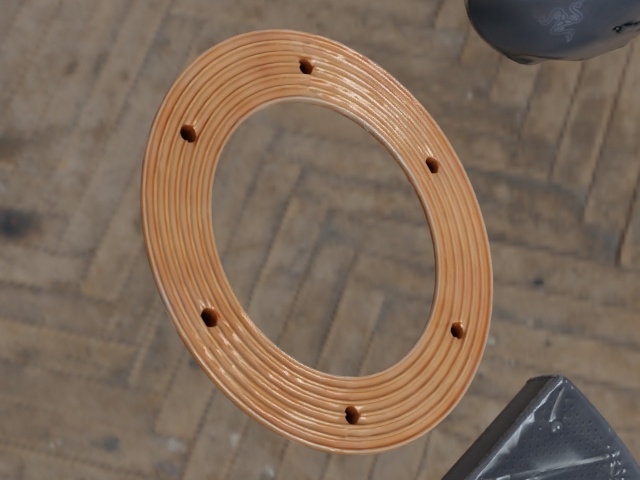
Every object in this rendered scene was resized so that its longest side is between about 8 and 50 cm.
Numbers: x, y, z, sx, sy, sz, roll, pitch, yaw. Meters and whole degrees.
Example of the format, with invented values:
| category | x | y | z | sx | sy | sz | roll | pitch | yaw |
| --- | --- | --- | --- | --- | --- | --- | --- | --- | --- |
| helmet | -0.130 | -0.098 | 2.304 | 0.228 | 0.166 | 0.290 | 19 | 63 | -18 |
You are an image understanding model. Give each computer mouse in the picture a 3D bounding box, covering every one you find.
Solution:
| category | x | y | z | sx | sy | sz | roll | pitch | yaw |
| --- | --- | --- | --- | --- | --- | --- | --- | --- | --- |
| computer mouse | 0.148 | -0.091 | 0.732 | 0.242 | 0.071 | 0.041 | -1 | 46 | -42 |

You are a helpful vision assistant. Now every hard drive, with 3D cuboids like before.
| category | x | y | z | sx | sy | sz | roll | pitch | yaw |
| --- | --- | --- | --- | --- | --- | --- | --- | --- | --- |
| hard drive | 0.214 | 0.249 | 1.641 | 0.172 | 0.255 | 0.054 | -47 | 35 | -14 |

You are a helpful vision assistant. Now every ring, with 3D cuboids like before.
| category | x | y | z | sx | sy | sz | roll | pitch | yaw |
| --- | --- | --- | --- | --- | --- | --- | --- | --- | --- |
| ring | 0.000 | 0.000 | 1.383 | 0.032 | 0.336 | 0.336 | -26 | 37 | 48 |
